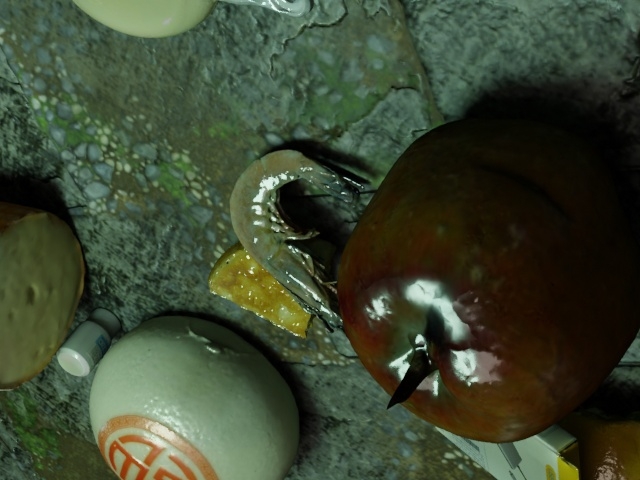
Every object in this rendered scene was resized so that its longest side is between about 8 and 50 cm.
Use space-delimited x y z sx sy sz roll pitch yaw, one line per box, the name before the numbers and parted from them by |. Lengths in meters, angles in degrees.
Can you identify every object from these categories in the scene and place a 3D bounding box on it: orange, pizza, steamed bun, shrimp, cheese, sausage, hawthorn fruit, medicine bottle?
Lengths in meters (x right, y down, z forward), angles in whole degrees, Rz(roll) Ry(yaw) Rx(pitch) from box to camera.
orange | 0.312 0.243 1.218 0.160 0.112 0.170 34 149 0
pizza | -0.047 0.047 1.298 0.175 0.046 0.134 -5 122 31
steamed bun | -0.173 0.244 1.460 0.283 0.177 0.283 17 134 18
shrimp | 0.000 0.000 1.192 0.152 0.046 0.219 -41 85 30
cheese | -0.130 -0.243 1.075 0.249 0.071 0.163 30 137 4
sausage | -0.479 0.050 1.438 0.287 0.233 0.233 10 132 23
hawthorn fruit | 0.144 0.051 1.002 0.267 0.301 0.268 22 142 18
medicine bottle | -0.307 0.135 1.508 0.052 0.089 0.052 16 135 17

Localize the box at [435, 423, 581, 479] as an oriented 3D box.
box | 0.202 0.215 1.223 0.247 0.033 0.129 36 147 47
